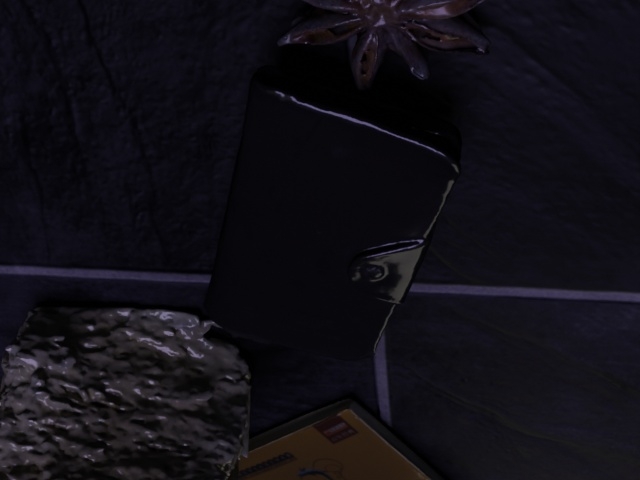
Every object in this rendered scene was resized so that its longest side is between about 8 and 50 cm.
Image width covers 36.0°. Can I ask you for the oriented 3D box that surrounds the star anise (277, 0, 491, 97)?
[{"bbox_3d":[0.044,-0.192,0.766,0.195,0.065,0.182,31,134,-31],"label":"star anise"}]

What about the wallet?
[{"bbox_3d":[0.000,0.000,0.938,0.197,0.051,0.377,17,142,-2],"label":"wallet"}]

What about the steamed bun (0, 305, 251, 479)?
[{"bbox_3d":[-0.235,0.246,1.090,0.291,0.272,0.273,15,134,3],"label":"steamed bun"}]

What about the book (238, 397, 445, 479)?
[{"bbox_3d":[0.060,0.358,1.287,0.269,0.032,0.389,-30,121,32],"label":"book"}]
